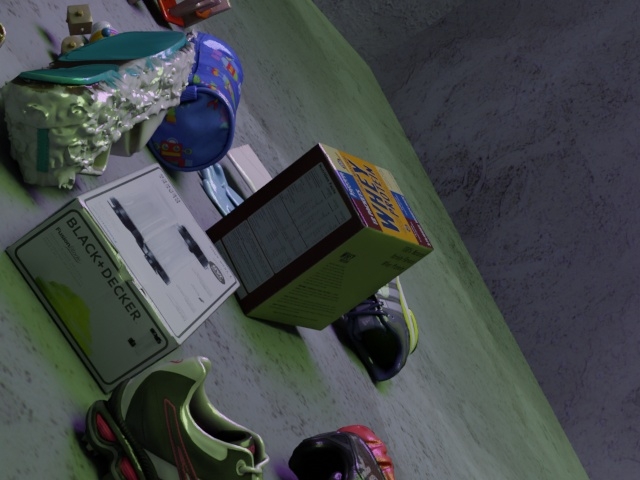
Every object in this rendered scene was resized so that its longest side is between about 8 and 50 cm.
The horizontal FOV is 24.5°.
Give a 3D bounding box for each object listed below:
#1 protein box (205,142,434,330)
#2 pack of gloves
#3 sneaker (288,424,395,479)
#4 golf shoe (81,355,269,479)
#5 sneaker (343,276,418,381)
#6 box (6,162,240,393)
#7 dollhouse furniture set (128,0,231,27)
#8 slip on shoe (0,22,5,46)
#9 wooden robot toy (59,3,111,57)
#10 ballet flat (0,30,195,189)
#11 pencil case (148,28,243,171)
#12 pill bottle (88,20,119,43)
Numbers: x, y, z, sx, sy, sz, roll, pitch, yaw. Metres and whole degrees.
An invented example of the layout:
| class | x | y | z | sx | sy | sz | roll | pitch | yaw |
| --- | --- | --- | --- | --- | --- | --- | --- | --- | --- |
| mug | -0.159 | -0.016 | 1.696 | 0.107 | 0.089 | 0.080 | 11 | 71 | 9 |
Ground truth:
| class | x | y | z | sx | sy | sz | roll | pitch | yaw |
| --- | --- | --- | --- | --- | --- | --- | --- | --- | --- |
| protein box | 0.000 | 0.000 | 1.926 | 0.200 | 0.201 | 0.136 | 17 | 41 | -59 |
| pack of gloves | -0.091 | -0.020 | 2.111 | 0.232 | 0.046 | 0.195 | 55 | 24 | 3 |
| sneaker | 0.052 | 0.313 | 1.580 | 0.135 | 0.097 | 0.276 | 15 | 34 | -49 |
| golf shoe | -0.087 | 0.230 | 1.249 | 0.273 | 0.120 | 0.105 | 57 | 10 | -4 |
| sneaker | 0.072 | 0.078 | 2.212 | 0.121 | 0.111 | 0.300 | -80 | 148 | -63 |
| box | -0.186 | 0.027 | 1.459 | 0.169 | 0.087 | 0.290 | 56 | 12 | -4 |
| dollhouse furniture set | -0.280 | -0.470 | 2.391 | 0.262 | 0.135 | 0.259 | 1 | 68 | -75 |
| slip on shoe | -0.381 | -0.248 | 1.532 | 0.135 | 0.051 | 0.041 | 47 | -27 | -6 |
| wooden robot toy | -0.278 | -0.199 | 1.802 | 0.173 | 0.076 | 0.079 | 60 | -23 | 15 |
| ballet flat | -0.243 | -0.144 | 1.609 | 0.147 | 0.147 | 0.409 | 55 | 19 | -5 |
| pencil case | -0.171 | -0.200 | 2.025 | 0.306 | 0.119 | 0.133 | -93 | 172 | -68 |
| pill bottle | -0.278 | -0.250 | 1.926 | 0.043 | 0.043 | 0.083 | 43 | 18 | -48 |
